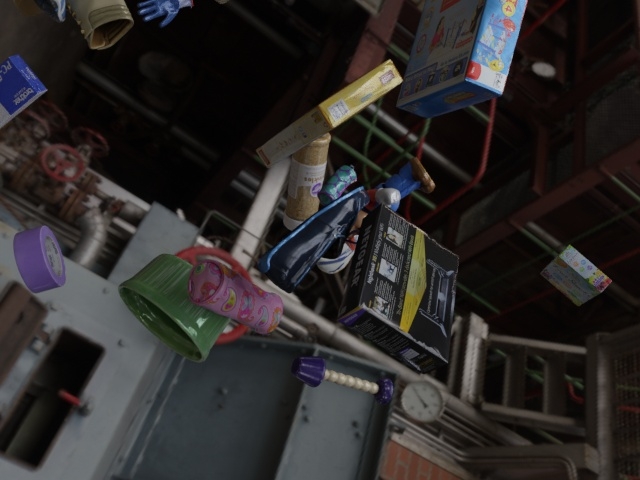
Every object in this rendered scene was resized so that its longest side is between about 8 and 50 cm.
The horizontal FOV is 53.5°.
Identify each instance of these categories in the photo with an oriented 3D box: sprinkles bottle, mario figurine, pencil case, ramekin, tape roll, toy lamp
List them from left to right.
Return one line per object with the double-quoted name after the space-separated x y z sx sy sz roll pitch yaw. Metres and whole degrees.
-0.829 0.056 1.882 0.080 0.189 0.189 -15 -163 -7 "tape roll"
-0.387 0.177 1.733 0.148 0.303 0.303 -50 -168 -27 "ramekin"
-0.207 0.146 1.577 0.124 0.284 0.124 -12 -118 25 "pencil case"
-0.049 -0.201 2.142 0.121 0.121 0.356 -84 -177 -56 "sprinkles bottle"
0.053 -0.168 1.956 0.152 0.070 0.064 -51 161 -34 "pencil case"
0.054 0.347 1.597 0.080 0.274 0.080 -43 -143 45 "toy lamp"
0.162 -0.069 1.691 0.320 0.198 0.170 -34 -144 11 "mario figurine"

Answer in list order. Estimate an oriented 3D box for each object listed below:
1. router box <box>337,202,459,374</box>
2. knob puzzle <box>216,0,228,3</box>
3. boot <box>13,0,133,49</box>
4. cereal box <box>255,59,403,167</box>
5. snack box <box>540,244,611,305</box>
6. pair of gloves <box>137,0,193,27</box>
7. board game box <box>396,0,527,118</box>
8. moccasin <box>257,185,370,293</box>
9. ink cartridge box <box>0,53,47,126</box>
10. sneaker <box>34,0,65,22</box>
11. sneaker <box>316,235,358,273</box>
0.181 0.100 1.399 0.081 0.243 0.309 -39 -156 43 "router box"
-0.245 -0.546 1.275 0.030 0.213 0.213 -55 -164 -13 "knob puzzle"
-0.560 -0.521 1.441 0.261 0.204 0.095 -21 170 7 "boot"
0.007 -0.210 1.078 0.173 0.047 0.240 -39 -169 -29 "cereal box"
0.492 0.070 1.234 0.037 0.100 0.141 -45 165 -8 "snack box"
-0.410 -0.653 1.626 0.159 0.198 0.023 -27 -148 -27 "pair of gloves"
0.291 -0.425 1.300 0.308 0.086 0.302 -170 -83 -73 "board game box"
0.000 0.000 1.478 0.342 0.117 0.137 -39 -176 -27 "moccasin"
-0.738 -0.325 1.459 0.207 0.097 0.046 -30 -163 19 "ink cartridge box"
-0.571 -0.550 1.350 0.081 0.080 0.211 -52 173 -24 "sneaker"
0.097 -0.017 2.111 0.112 0.131 0.296 40 -93 31 "sneaker"
